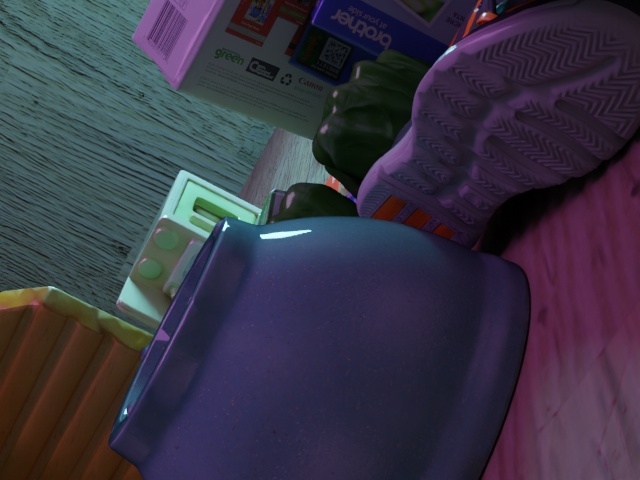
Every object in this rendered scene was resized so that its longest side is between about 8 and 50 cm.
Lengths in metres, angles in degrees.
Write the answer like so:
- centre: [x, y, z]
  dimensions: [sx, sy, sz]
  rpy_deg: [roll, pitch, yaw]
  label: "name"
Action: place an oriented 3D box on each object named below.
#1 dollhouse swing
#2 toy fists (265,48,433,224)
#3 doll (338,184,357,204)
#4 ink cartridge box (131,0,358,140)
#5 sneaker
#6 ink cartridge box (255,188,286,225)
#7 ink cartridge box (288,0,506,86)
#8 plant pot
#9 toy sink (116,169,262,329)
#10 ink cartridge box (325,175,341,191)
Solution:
- centre: [-0.251, 0.274, 1.241]
  dimensions: [0.305, 0.347, 0.315]
  rpy_deg: [-50, 15, 55]
  label: "dollhouse swing"
- centre: [0.038, -0.036, 1.145]
  dimensions: [0.279, 0.142, 0.096]
  rpy_deg: [-64, 8, -12]
  label: "toy fists"
- centre: [0.047, -0.013, 1.364]
  dimensions: [0.129, 0.046, 0.189]
  rpy_deg: [-57, 16, 27]
  label: "doll"
- centre: [0.018, -0.244, 1.309]
  dimensions: [0.272, 0.309, 0.130]
  rpy_deg: [-59, 40, 16]
  label: "ink cartridge box"
- centre: [0.133, -0.120, 0.892]
  dimensions: [0.180, 0.124, 0.321]
  rpy_deg: [-62, 12, -29]
  label: "sneaker"
- centre: [-0.046, 0.066, 1.385]
  dimensions: [0.208, 0.087, 0.153]
  rpy_deg: [120, 162, -60]
  label: "ink cartridge box"
- centre: [0.118, -0.253, 1.189]
  dimensions: [0.311, 0.186, 0.065]
  rpy_deg: [-61, 11, 18]
  label: "ink cartridge box"
- centre: [-0.020, 0.102, 0.882]
  dimensions: [0.293, 0.196, 0.293]
  rpy_deg: [-61, 9, 16]
  label: "plant pot"
- centre: [-0.177, 0.023, 1.866]
  dimensions: [0.131, 0.153, 0.234]
  rpy_deg: [-59, 9, 28]
  label: "toy sink"
- centre: [-0.051, 0.009, 1.867]
  dimensions: [0.239, 0.060, 0.275]
  rpy_deg: [-61, 8, 18]
  label: "ink cartridge box"
